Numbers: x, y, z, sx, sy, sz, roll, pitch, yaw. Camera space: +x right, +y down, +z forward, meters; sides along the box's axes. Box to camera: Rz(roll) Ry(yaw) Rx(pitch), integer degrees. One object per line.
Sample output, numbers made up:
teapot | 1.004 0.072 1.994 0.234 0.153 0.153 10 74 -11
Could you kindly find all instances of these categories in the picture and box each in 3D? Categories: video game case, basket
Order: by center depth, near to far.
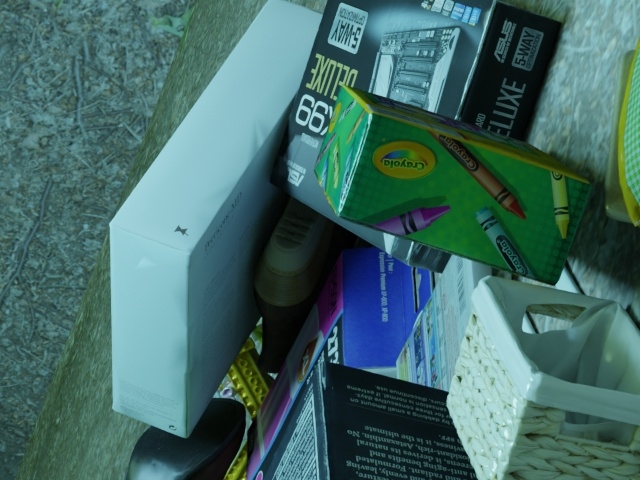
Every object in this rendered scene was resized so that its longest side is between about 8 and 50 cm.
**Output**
basket | 0.159 0.109 1.277 0.167 0.113 0.103 -108 33 -66
video game case | 0.106 0.127 1.587 0.193 0.023 0.212 114 162 -46

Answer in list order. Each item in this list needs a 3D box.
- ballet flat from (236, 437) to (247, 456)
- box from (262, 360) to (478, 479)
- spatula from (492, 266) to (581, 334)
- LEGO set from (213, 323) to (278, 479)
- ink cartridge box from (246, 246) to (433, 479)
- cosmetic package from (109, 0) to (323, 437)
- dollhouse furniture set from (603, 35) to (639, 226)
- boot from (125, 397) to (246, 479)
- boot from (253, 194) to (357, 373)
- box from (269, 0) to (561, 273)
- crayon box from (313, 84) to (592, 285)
ballet flat | -0.133 0.297 2.276 0.213 0.068 0.072 122 158 -48
box | 0.036 0.305 1.380 0.294 0.183 0.296 -92 21 -53
spatula | 0.155 0.051 1.536 0.242 0.019 0.168 -105 34 -64
LEGO set | -0.086 0.196 2.147 0.107 0.132 0.287 -60 -35 -71
ink cartridge box | 0.014 0.143 1.901 0.175 0.069 0.371 -91 24 -49
cosmetic package | -0.094 -0.027 1.974 0.284 0.097 0.377 99 -163 -47
dollhouse furniture set | 0.217 -0.178 1.274 0.197 0.151 0.301 135 147 -63
boot | -0.135 0.343 2.065 0.264 0.096 0.280 -59 -35 -40
boot | 0.000 0.000 2.023 0.248 0.090 0.207 -54 -18 -36
box | 0.078 -0.122 1.762 0.307 0.076 0.242 33 107 60
crayon box | 0.091 -0.049 1.442 0.278 0.165 0.081 -111 39 -81
